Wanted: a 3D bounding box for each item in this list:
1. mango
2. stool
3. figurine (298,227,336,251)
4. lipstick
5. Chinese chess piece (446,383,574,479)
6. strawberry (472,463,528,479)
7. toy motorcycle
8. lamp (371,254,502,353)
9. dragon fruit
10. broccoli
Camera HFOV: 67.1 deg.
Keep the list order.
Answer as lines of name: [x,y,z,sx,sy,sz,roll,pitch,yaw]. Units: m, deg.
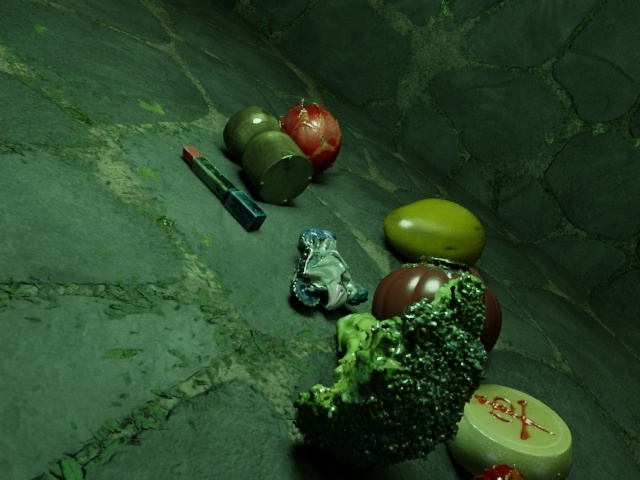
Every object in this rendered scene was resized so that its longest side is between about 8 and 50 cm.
mango: [0.400,-0.030,1.703,0.444,0.221,0.301,10,38,-37]
stool: [-0.160,-0.257,1.446,0.179,0.179,0.264,6,38,-46]
figurine: [0.000,0.000,1.330,0.086,0.087,0.149,4,14,24]
lipstick: [-0.265,-0.146,1.283,0.312,0.051,0.051,44,29,20]
Chinese chess piece: [0.382,0.398,0.990,0.250,0.097,0.251,8,17,-3]
strawberry: [0.310,0.500,0.831,0.236,0.111,0.190,40,51,-28]
toy motorcycle: [0.028,0.090,1.180,0.204,0.108,0.239,25,56,-14]
lamp: [0.271,0.171,1.145,0.302,0.257,0.303,13,-6,1]
dragon fruit: [-0.037,-0.351,1.694,0.240,0.253,0.241,14,-6,2]
broccoli: [0.088,0.238,0.873,0.353,0.397,0.275,-21,96,-38]
